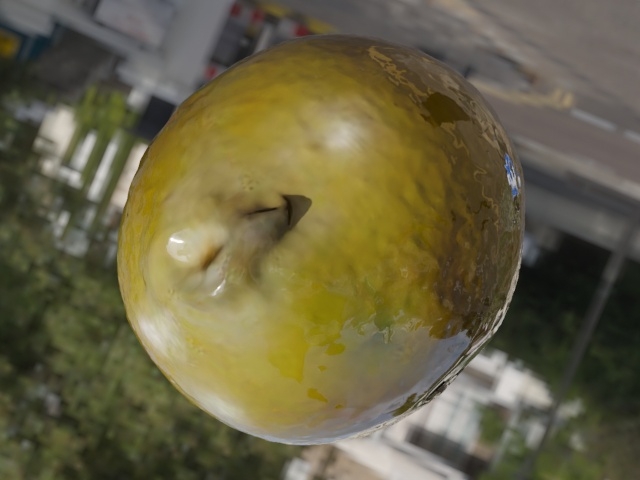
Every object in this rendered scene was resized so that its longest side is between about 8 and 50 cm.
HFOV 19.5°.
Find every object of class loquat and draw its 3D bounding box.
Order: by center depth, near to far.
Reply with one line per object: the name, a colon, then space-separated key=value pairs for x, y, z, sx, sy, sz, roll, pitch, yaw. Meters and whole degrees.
loquat: x=0.000 y=0.000 z=0.672 sx=0.152 sy=0.152 sz=0.195 roll=23 pitch=-166 yaw=24
